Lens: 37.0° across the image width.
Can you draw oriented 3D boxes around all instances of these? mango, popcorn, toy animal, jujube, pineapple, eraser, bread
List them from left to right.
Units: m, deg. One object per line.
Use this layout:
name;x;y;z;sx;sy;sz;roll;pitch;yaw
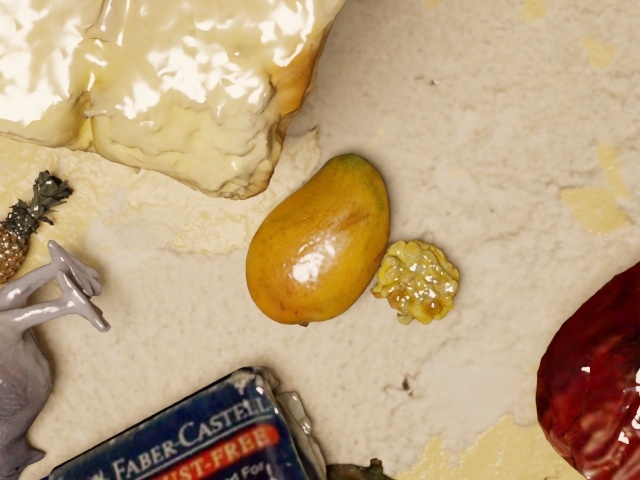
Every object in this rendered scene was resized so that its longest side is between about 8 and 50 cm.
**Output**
toy animal;-0.294;0.075;0.855;0.206;0.081;0.366;-19;115;5
pineapple;-0.283;-0.018;0.896;0.058;0.058;0.124;37;94;-2
eraser;-0.159;0.250;0.872;0.332;0.101;0.155;-28;60;4
bread;-0.117;-0.237;0.713;0.280;0.390;0.370;16;94;-8
mango;0.004;0.006;0.872;0.165;0.089;0.115;-41;82;5
popcorn;0.087;0.038;0.885;0.083;0.057;0.082;-15;93;7
jujube;0.343;0.082;0.807;0.216;0.216;0.342;45;93;-2

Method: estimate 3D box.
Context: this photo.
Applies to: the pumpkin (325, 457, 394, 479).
pumpkin;-0.023;0.307;0.892;0.279;0.111;0.162;-12;90;4
